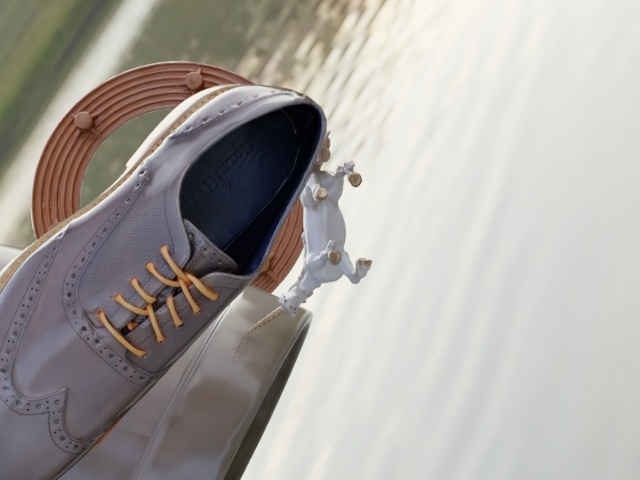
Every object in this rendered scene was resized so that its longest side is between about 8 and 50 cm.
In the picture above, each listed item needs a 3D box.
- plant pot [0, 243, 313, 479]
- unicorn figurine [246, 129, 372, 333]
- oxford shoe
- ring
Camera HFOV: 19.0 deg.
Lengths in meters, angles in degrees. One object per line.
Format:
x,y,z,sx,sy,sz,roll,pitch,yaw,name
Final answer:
-0.198,0.145,1.656,0.323,0.280,0.323,-64,-2,-5,plant pot
0.000,0.000,1.516,0.111,0.060,0.162,172,110,-71,unicorn figurine
-0.128,0.030,1.296,0.364,0.130,0.133,-55,19,-16,oxford shoe
-0.173,-0.055,2.224,0.336,0.336,0.032,-60,-11,-13,ring
